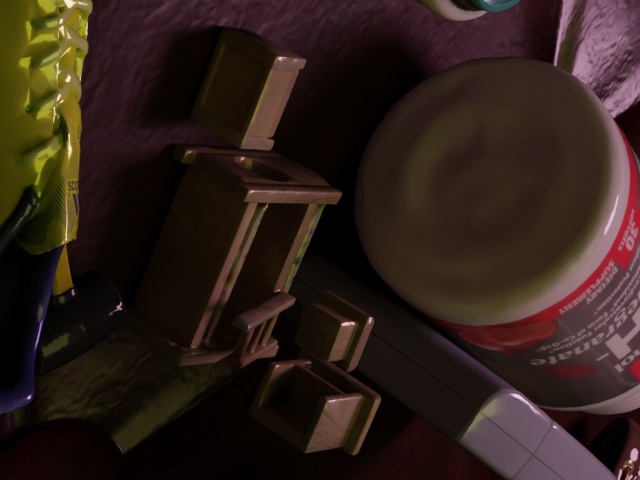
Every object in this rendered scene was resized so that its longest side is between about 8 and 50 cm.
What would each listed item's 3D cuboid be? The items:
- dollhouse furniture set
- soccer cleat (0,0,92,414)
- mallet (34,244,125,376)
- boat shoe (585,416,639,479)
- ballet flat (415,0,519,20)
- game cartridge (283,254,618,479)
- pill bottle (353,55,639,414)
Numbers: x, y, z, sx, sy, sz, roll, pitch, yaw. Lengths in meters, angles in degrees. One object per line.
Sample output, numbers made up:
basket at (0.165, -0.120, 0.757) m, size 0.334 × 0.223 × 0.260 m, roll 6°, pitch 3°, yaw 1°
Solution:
dollhouse furniture set at (0.000, 0.000, 0.991) m, size 0.101 × 0.161 × 0.182 m, roll 0°, pitch 118°, yaw -55°
soccer cleat at (-0.134, -0.057, 0.784) m, size 0.093 × 0.121 × 0.289 m, roll -8°, pitch 123°, yaw -44°
mallet at (-0.132, -0.019, 0.913) m, size 0.062 × 0.039 × 0.190 m, roll -26°, pitch 132°, yaw -40°
boat shoe at (0.189, 0.298, 1.595) m, size 0.342 × 0.123 × 0.123 m, roll -43°, pitch 116°, yaw -12°
ballet flat at (0.033, -0.284, 0.825) m, size 0.139 × 0.139 × 0.400 m, roll -38°, pitch 139°, yaw -30°
game cartridge at (0.103, 0.117, 1.207) m, size 0.060 × 0.196 × 0.294 m, roll -50°, pitch 149°, yaw -1°
pill bottle at (0.158, 0.016, 1.216) m, size 0.176 × 0.176 × 0.318 m, roll -56°, pitch 149°, yaw -4°
